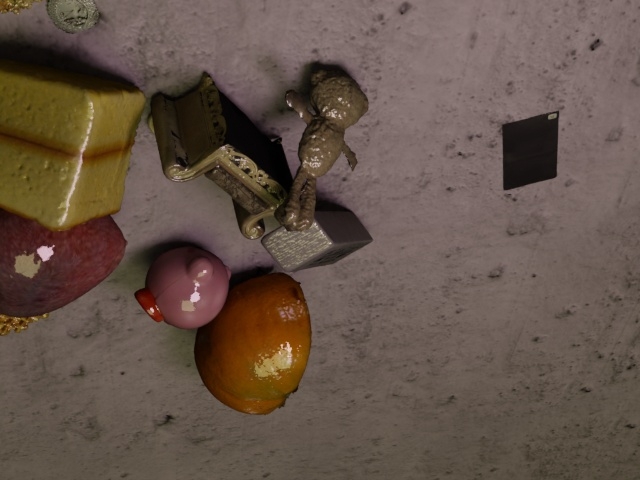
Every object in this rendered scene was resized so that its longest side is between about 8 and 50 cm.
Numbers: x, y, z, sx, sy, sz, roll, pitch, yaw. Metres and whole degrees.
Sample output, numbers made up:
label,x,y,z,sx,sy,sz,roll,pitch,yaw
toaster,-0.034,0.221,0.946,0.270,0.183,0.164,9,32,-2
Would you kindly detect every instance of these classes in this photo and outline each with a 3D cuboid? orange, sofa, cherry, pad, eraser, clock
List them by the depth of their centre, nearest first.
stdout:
label,x,y,z,sx,sy,sz,roll,pitch,yaw
clock,-0.385,-0.358,1.581,0.074,0.010,0.083,-18,138,4
sofa,-0.180,-0.127,1.760,0.182,0.200,0.258,-33,138,17
cherry,-0.498,0.013,1.812,0.308,0.221,0.261,-11,149,-24
eraser,0.000,0.001,1.950,0.111,0.077,0.352,-28,173,16
pad,0.420,-0.176,2.034,0.116,0.004,0.193,-14,140,-1
orange,-0.133,0.214,2.115,0.310,0.274,0.274,-28,138,16

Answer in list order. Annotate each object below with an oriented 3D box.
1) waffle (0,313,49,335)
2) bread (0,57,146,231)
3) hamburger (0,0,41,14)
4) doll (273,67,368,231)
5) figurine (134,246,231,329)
label,x,y,z,sx,sy,sz,roll,pitch,yaw
waffle,-0.627,0.126,2.030,0.191,0.038,0.191,-8,139,-7
bread,-0.507,-0.186,1.650,0.362,0.245,0.233,18,104,7
hamburger,-0.472,-0.409,1.399,0.262,0.138,0.243,-34,137,19
doll,0.003,-0.155,1.738,0.203,0.285,0.091,2,174,-37
figurine,-0.262,0.091,2.005,0.173,0.173,0.173,-9,139,-8
